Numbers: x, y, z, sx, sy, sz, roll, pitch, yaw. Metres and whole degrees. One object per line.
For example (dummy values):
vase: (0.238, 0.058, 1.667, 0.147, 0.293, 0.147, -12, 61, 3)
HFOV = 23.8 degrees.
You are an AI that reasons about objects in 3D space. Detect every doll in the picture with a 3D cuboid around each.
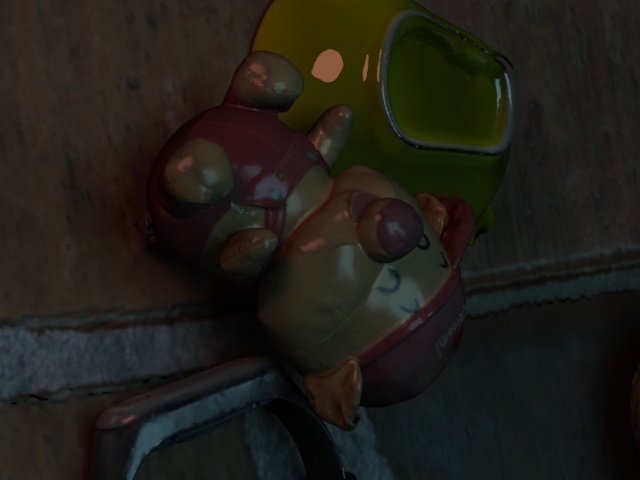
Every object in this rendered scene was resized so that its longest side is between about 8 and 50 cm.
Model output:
doll: (0.001, 0.000, 1.083, 0.256, 0.152, 0.196, 43, 77, -8)

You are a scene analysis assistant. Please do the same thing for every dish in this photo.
dish: (0.076, -0.107, 1.225, 0.262, 0.108, 0.221, 15, 73, -34)

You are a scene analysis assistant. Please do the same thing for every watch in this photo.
watch: (-0.068, 0.190, 1.086, 0.206, 0.068, 0.193, -19, 97, -35)

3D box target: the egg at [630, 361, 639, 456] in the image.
egg: (0.379, 0.164, 1.352, 0.203, 0.203, 0.245, -1, 84, -38)
